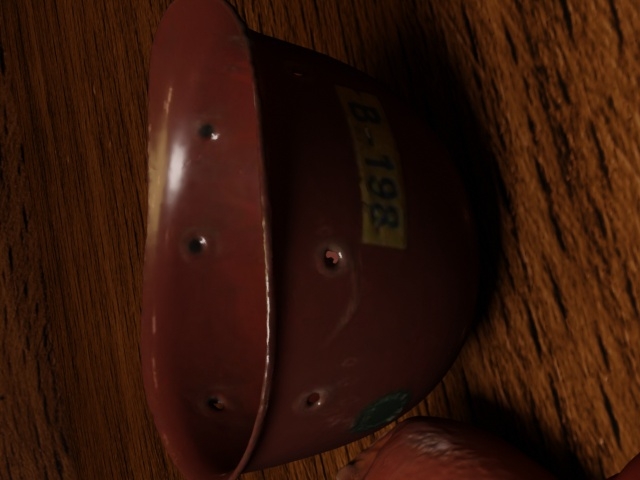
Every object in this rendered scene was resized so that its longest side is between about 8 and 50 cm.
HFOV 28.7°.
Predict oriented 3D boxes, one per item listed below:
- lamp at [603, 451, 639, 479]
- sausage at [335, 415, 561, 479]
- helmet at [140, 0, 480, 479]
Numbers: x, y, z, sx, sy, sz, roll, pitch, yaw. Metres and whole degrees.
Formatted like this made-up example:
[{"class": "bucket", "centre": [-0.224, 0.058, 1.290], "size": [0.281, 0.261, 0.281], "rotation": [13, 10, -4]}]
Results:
[{"class": "lamp", "centre": [0.209, 0.193, 0.569], "size": [0.227, 0.227, 0.226], "rotation": [173, 90, -66]}, {"class": "sausage", "centre": [0.110, 0.210, 0.909], "size": [0.254, 0.148, 0.148], "rotation": [-141, 49, -63]}, {"class": "helmet", "centre": [0.000, 0.000, 0.977], "size": [0.337, 0.230, 0.384], "rotation": [122, 144, -53]}]
